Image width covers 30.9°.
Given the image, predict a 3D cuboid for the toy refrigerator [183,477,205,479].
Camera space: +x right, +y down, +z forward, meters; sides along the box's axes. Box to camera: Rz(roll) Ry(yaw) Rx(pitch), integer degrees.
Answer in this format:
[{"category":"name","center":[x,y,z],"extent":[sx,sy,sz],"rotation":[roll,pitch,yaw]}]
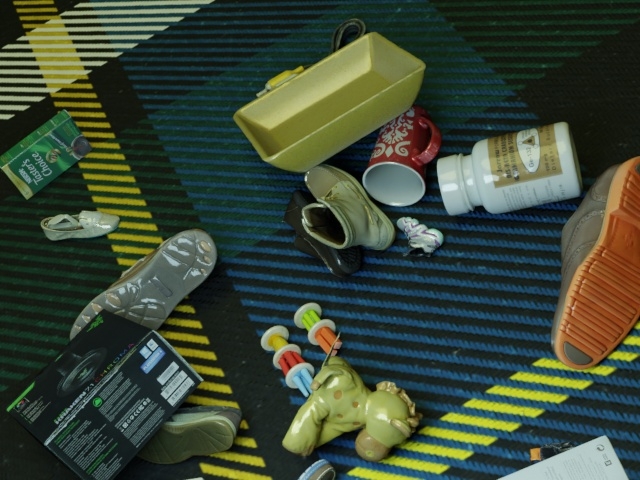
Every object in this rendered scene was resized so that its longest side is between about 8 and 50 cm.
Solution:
[{"category":"toy refrigerator","center":[-0.289,0.445,1.801],"extent":[0.269,0.102,0.094],"rotation":[-13,48,16]}]

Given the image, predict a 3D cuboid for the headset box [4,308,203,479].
[{"category":"headset box","center":[-0.367,0.255,1.922],"extent":[0.246,0.131,0.283],"rotation":[-47,23,-16]}]

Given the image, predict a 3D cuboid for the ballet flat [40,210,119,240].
[{"category":"ballet flat","center":[-0.490,-0.033,2.338],"extent":[0.168,0.052,0.057],"rotation":[-11,48,17]}]

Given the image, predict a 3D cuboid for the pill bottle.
[{"category":"pill bottle","center":[0.322,-0.115,1.972],"extent":[0.229,0.131,0.131],"rotation":[-12,48,16]}]

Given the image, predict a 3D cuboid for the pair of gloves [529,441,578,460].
[{"category":"pair of gloves","center":[0.340,0.328,1.668],"extent":[0.074,0.010,0.083],"rotation":[-14,45,16]}]

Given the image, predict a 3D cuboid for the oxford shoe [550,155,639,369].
[{"category":"oxford shoe","center":[0.436,0.041,1.820],"extent":[0.132,0.130,0.364],"rotation":[-13,45,61]}]

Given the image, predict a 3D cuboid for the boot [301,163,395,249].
[{"category":"boot","center":[0.016,-0.061,2.018],"extent":[0.213,0.165,0.077],"rotation":[46,116,25]}]

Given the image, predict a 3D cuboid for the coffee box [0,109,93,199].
[{"category":"coffee box","center":[-0.589,-0.182,2.473],"extent":[0.184,0.113,0.040],"rotation":[-38,49,-11]}]

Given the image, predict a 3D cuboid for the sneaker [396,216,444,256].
[{"category":"sneaker","center":[0.159,0.000,2.014],"extent":[0.098,0.038,0.069],"rotation":[23,64,38]}]

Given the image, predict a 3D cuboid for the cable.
[{"category":"cable","center":[0.008,-0.357,2.365],"extent":[0.139,0.072,0.287],"rotation":[31,71,38]}]

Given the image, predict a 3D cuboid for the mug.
[{"category":"mug","center":[0.165,-0.162,2.106],"extent":[0.150,0.113,0.169],"rotation":[-6,46,24]}]

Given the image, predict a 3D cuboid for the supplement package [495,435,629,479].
[{"category":"supplement package","center":[0.298,0.422,1.477],"extent":[0.262,0.198,0.199],"rotation":[-23,47,5]}]

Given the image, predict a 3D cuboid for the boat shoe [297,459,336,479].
[{"category":"boat shoe","center":[-0.021,0.418,1.731],"extent":[0.066,0.066,0.183],"rotation":[23,74,32]}]

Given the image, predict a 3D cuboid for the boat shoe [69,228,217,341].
[{"category":"boat shoe","center":[-0.317,0.097,2.120],"extent":[0.324,0.123,0.116],"rotation":[-36,12,5]}]

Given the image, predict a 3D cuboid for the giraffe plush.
[{"category":"giraffe plush","center":[0.063,0.262,1.762],"extent":[0.170,0.210,0.181],"rotation":[28,35,6]}]

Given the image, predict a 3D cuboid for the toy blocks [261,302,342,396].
[{"category":"toy blocks","center":[-0.017,0.186,1.927],"extent":[0.123,0.054,0.148],"rotation":[-34,46,-5]}]

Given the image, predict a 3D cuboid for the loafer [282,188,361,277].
[{"category":"loafer","center":[0.000,0.000,2.076],"extent":[0.078,0.080,0.220],"rotation":[-54,43,21]}]

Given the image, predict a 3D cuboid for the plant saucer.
[{"category":"plant saucer","center":[0.021,-0.249,2.167],"extent":[0.332,0.081,0.333],"rotation":[-31,26,-2]}]

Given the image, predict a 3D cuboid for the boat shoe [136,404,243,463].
[{"category":"boat shoe","center":[-0.221,0.314,1.906],"extent":[0.223,0.080,0.073],"rotation":[-12,16,32]}]
